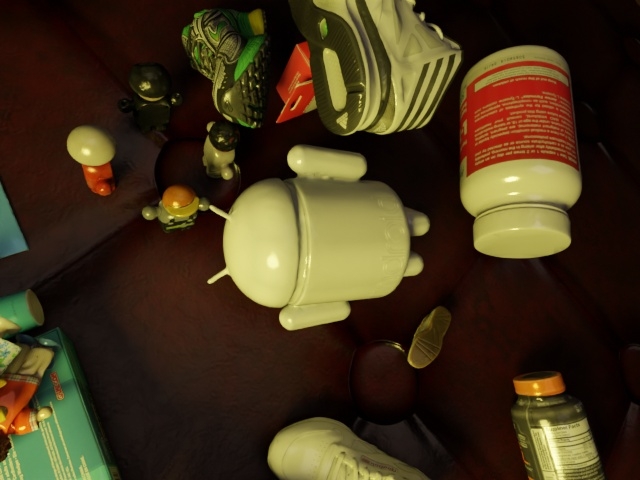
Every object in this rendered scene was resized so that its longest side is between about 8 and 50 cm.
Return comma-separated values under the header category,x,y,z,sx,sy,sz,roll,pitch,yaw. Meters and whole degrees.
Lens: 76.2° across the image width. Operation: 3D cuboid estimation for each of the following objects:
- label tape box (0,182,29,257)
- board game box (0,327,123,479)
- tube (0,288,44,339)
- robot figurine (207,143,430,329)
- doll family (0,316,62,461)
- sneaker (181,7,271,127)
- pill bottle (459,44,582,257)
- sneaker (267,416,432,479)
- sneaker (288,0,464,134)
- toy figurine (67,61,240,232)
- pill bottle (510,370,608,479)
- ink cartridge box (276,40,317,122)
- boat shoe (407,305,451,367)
category,x,y,z,sx,sy,sz,roll,pitch,yaw
label tape box,-0.593,-0.044,0.485,0.333,0.106,0.241,-24,85,-26
board game box,-0.418,0.287,0.440,0.336,0.079,0.254,-23,69,-26
tube,-0.476,0.123,0.518,0.207,0.052,0.080,-21,73,-20
robot figurine,0.000,0.000,0.659,0.353,0.200,0.300,-3,103,-23
doll family,-0.417,0.148,0.401,0.263,0.118,0.163,12,56,-7
sneaker,-0.160,-0.298,0.694,0.146,0.134,0.343,-1,41,-12
pill bottle,0.416,-0.180,0.869,0.229,0.229,0.408,14,69,-18
sneaker,0.072,0.353,0.608,0.305,0.152,0.114,26,68,-12
sneaker,0.100,-0.396,0.715,0.257,0.169,0.447,-6,85,-33
toy figurine,-0.243,-0.137,0.632,0.209,0.148,0.213,34,64,-9
pill bottle,0.441,0.377,0.763,0.130,0.130,0.246,-5,76,-23
ink cartridge box,0.004,-0.327,0.798,0.231,0.134,0.078,-32,88,-28
boat shoe,0.202,0.186,0.771,0.050,0.045,0.135,41,61,5
